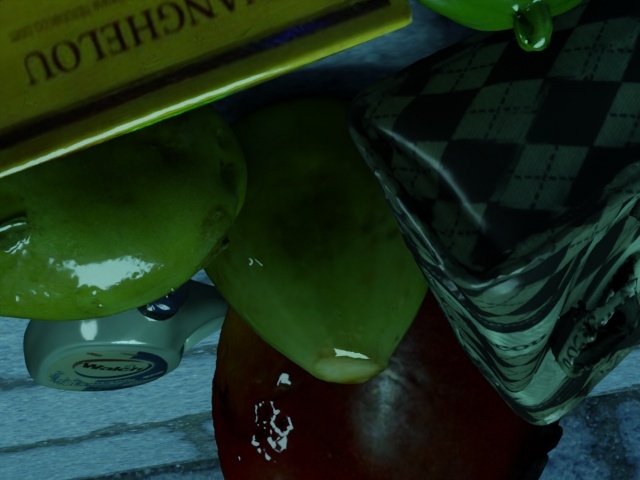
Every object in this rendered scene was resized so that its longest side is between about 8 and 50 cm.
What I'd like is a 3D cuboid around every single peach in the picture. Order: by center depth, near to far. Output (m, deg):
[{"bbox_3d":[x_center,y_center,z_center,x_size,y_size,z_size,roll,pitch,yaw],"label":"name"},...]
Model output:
[{"bbox_3d":[0.054,0.176,1.267,0.353,0.417,0.339,-2,167,-25],"label":"peach"}]

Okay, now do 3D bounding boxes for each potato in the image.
[{"bbox_3d":[-0.177,-0.035,0.857,0.253,0.186,0.148,-18,-175,-11],"label":"potato"}]

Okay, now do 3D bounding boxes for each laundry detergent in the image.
[{"bbox_3d":[-0.201,0.088,1.364,0.214,0.105,0.280,4,157,-33],"label":"laundry detergent"}]

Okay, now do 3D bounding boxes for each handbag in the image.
[{"bbox_3d":[0.211,-0.044,0.825,0.316,0.180,0.416,-35,157,0],"label":"handbag"}]

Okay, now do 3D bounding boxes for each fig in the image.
[{"bbox_3d":[0.005,-0.009,0.978,0.207,0.230,0.207,-16,127,-23],"label":"fig"}]

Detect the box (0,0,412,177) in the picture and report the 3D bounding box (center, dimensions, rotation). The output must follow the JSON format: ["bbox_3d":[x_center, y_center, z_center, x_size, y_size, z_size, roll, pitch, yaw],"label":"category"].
[{"bbox_3d":[-0.081,-0.106,0.606,0.192,0.084,0.301,-20,-171,-4],"label":"box"}]

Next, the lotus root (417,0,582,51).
[{"bbox_3d":[0.090,-0.170,0.610,0.186,0.186,0.186,-8,162,-3],"label":"lotus root"}]
